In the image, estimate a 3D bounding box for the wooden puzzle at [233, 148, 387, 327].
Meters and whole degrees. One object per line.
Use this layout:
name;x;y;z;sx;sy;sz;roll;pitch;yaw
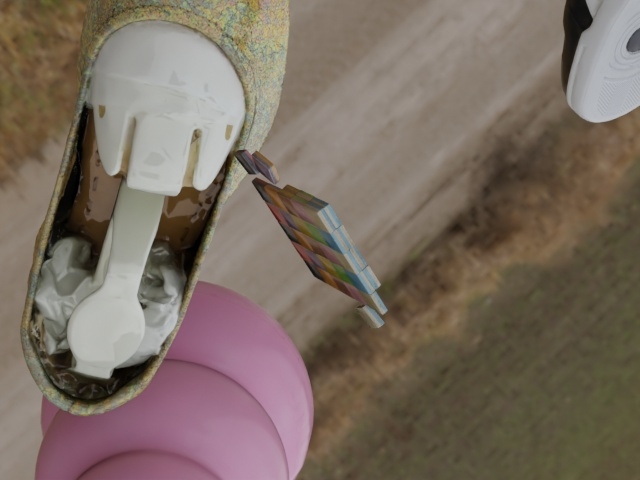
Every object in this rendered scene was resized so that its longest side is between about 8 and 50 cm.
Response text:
wooden puzzle;0.000;0.000;0.553;0.006;0.049;0.083;-41;122;-14

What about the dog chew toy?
dog chew toy;-0.109;0.161;1.093;0.206;0.206;0.332;-51;-167;17

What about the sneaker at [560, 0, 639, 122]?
sneaker;0.151;-0.177;0.782;0.079;0.121;0.217;-13;137;-32

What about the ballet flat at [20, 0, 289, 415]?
ballet flat;-0.100;-0.034;0.885;0.123;0.123;0.348;-22;144;-45
